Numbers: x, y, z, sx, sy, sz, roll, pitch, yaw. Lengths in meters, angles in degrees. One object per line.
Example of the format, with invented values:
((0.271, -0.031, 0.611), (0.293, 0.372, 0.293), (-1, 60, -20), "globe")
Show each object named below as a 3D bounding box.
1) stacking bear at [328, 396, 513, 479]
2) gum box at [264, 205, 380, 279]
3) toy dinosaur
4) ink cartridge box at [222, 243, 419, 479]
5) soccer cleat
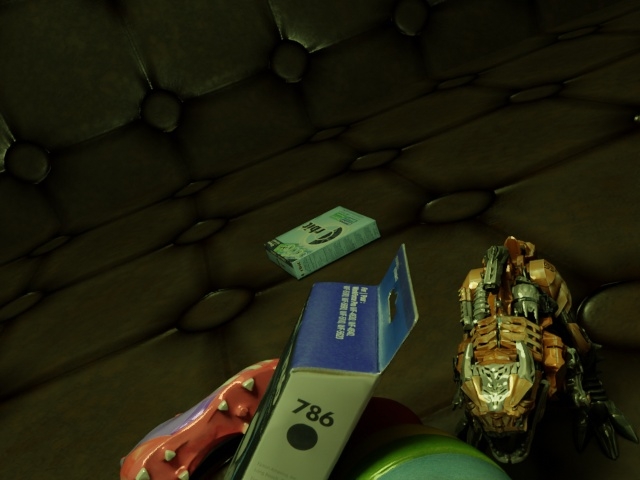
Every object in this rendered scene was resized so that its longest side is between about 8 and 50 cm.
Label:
((0.068, 0.219, 0.476), (0.164, 0.175, 0.289), (-30, 14, -5), "stacking bear")
((0.000, 0.000, 1.193), (0.184, 0.041, 0.157), (-27, 23, -17), "gum box")
((0.198, 0.088, 0.574), (0.164, 0.218, 0.322), (0, 29, 43), "toy dinosaur")
((-0.024, 0.156, 0.502), (0.065, 0.332, 0.165), (25, 16, -3), "ink cartridge box")
((-0.134, 0.221, 0.747), (0.248, 0.083, 0.095), (-35, 21, -26), "soccer cleat")
